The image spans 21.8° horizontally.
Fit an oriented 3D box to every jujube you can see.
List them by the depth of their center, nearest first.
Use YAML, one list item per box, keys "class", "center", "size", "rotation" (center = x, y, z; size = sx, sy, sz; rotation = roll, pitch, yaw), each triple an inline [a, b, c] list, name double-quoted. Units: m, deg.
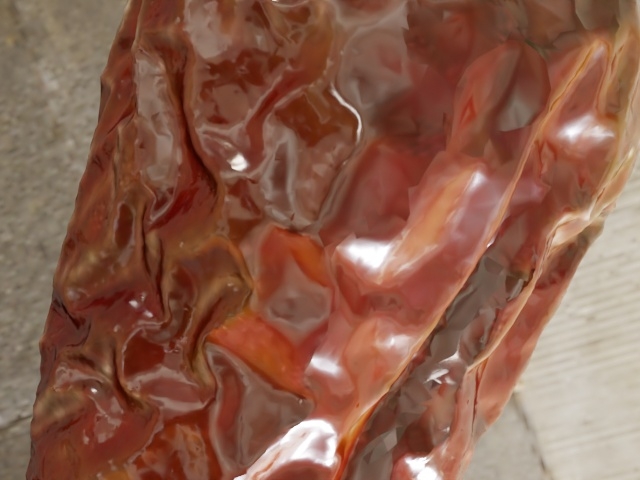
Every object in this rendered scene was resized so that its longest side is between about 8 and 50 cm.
- class: "jujube"
  center: [0.000, 0.000, 0.642]
  size: [0.216, 0.216, 0.342]
  rotation: [20, 92, -51]
